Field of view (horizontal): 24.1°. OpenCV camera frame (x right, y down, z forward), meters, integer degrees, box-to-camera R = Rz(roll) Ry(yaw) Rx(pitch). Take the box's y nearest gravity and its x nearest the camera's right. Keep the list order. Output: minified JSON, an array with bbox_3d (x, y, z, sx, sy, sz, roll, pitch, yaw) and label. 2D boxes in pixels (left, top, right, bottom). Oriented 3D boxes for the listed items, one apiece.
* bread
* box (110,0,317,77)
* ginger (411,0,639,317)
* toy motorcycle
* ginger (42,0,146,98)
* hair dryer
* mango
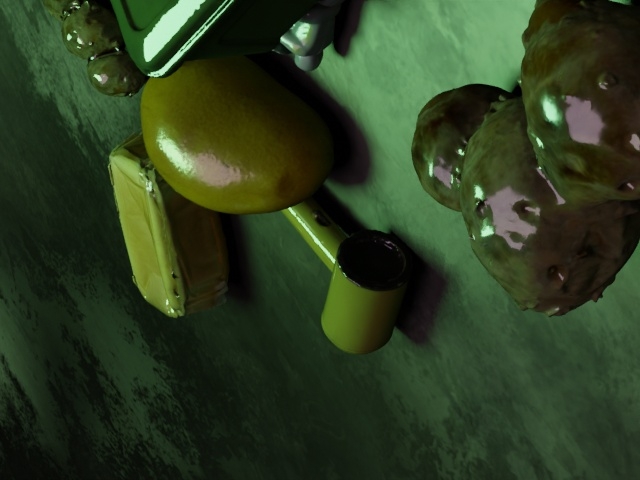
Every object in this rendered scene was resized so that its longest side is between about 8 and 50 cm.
[{"bbox_3d":[-0.200,-0.024,2.016,0.136,0.107,0.241,24,132,48],"label":"bread"},{"bbox_3d":[-0.111,-0.348,1.508,0.253,0.178,0.328,-36,66,43],"label":"box"},{"bbox_3d":[0.220,-0.089,1.321,0.375,0.176,0.256,-47,58,56],"label":"ginger"},{"bbox_3d":[-0.029,-0.260,1.630,0.225,0.073,0.152,-17,102,57],"label":"toy motorcycle"},{"bbox_3d":[-0.302,-0.278,1.994,0.104,0.080,0.204,-30,86,52],"label":"ginger"},{"bbox_3d":[0.000,0.000,1.789,0.278,0.090,0.135,51,149,29],"label":"hair dryer"},{"bbox_3d":[-0.107,-0.120,1.756,0.254,0.139,0.175,41,100,28],"label":"mango"}]
